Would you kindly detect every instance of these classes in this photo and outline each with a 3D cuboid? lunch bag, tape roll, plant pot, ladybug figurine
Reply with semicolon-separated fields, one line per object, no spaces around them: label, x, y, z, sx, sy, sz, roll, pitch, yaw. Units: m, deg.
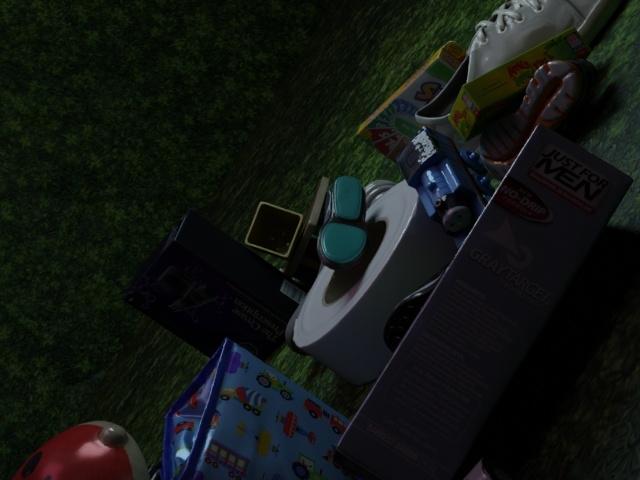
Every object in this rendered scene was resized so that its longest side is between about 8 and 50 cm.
lunch bag;-0.062;0.273;1.535;0.138;0.221;0.293;-52;12;15
tape roll;0.083;0.056;1.857;0.286;0.100;0.286;-51;14;17
plant pot;-0.075;-0.008;2.363;0.083;0.081;0.081;64;-134;-73
ladybug figurine;-0.403;0.477;2.072;0.305;0.162;0.449;31;107;40

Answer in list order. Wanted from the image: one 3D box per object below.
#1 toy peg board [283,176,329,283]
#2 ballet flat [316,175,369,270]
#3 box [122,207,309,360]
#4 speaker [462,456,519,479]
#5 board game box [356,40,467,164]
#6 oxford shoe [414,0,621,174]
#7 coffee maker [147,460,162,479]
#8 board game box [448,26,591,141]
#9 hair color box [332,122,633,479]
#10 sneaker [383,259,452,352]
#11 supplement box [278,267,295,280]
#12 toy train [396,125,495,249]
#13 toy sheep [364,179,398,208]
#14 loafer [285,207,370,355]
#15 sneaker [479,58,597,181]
toy peg board;0.000;0.000;2.423;0.161;0.079;0.160;-74;7;-56
ballet flat;0.031;-0.006;1.850;0.074;0.074;0.203;-47;21;32
box;-0.181;0.096;2.357;0.184;0.261;0.103;-46;15;38
speaker;0.125;0.265;1.241;0.136;0.055;0.055;-51;13;15
board game box;0.177;-0.205;2.143;0.259;0.124;0.039;-43;18;45
oxford shoe;0.295;-0.290;1.927;0.449;0.130;0.169;-51;11;11
coffee maker;-0.294;0.425;2.186;0.178;0.120;0.171;-32;45;38
board game box;0.260;-0.204;1.773;0.181;0.043;0.092;-29;-16;-18
hair color box;0.157;0.085;1.360;0.374;0.113;0.185;-57;-6;-10
sneaker;0.173;0.062;1.615;0.234;0.084;0.097;-46;-9;32
supplement box;-0.086;0.106;2.505;0.062;0.036;0.098;-46;15;35
toy train;0.170;-0.063;1.744;0.080;0.105;0.184;-50;38;26
toy sheep;0.100;-0.050;2.124;0.091;0.091;0.132;-53;26;6
loafer;0.042;0.071;2.039;0.087;0.094;0.251;30;94;53
sneaker;0.284;-0.153;1.744;0.083;0.084;0.215;-26;-17;-44
